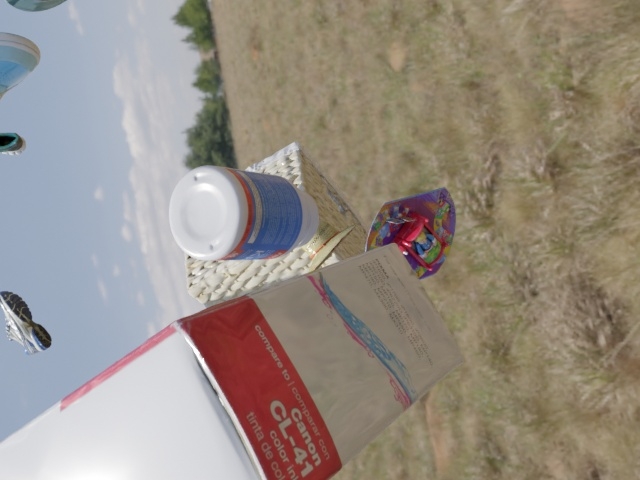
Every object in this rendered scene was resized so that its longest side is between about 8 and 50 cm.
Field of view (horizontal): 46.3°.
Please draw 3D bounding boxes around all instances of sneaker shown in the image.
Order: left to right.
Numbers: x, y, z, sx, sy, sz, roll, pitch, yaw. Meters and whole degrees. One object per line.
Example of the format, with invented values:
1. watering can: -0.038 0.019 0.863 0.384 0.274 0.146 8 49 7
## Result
1. sneaker: -0.592 -0.206 1.257 0.127 0.318 0.208 22 -124 -56
2. sneaker: -0.818 -0.242 1.849 0.076 0.166 0.065 153 103 -69
3. sneaker: -0.563 0.157 1.387 0.135 0.058 0.052 57 -170 -7

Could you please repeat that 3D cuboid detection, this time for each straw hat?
1. straw hat: 0.000 0.000 1.355 0.061 0.144 0.144 43 171 2

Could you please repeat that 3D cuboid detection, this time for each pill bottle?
1. pill bottle: -0.094 -0.034 1.041 0.221 0.124 0.124 1 -105 -59

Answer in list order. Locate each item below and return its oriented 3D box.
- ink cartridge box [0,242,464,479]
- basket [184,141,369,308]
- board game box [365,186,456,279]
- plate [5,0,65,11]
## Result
1. ink cartridge box: -0.052 0.126 0.574 0.306 0.226 0.131 -13 -109 -58
2. basket: -0.087 0.034 1.620 0.328 0.331 0.267 49 -158 -39
3. board game box: 0.135 0.005 1.014 0.033 0.168 0.133 28 125 47
4. plate: -0.446 -0.455 1.226 0.024 0.188 0.188 42 159 21
